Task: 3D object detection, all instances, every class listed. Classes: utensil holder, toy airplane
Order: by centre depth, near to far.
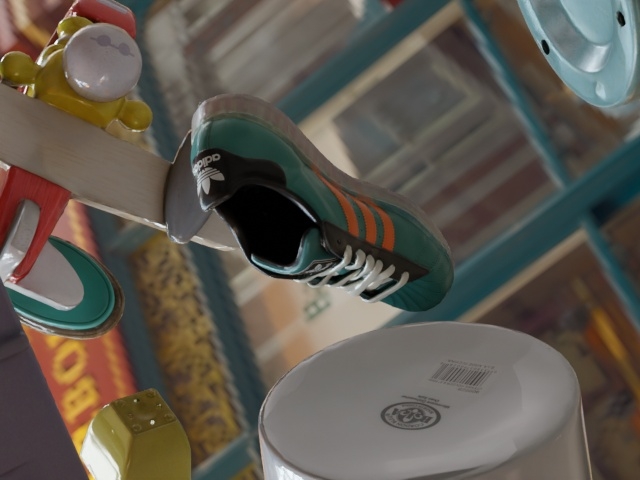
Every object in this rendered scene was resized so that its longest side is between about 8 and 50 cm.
[{"bbox_3d":[0.114,0.317,1.679,0.327,0.328,0.385,-87,-12,-64],"label":"utensil holder"},{"bbox_3d":[-0.287,-0.123,1.908,0.386,0.272,0.384,-15,-114,-42],"label":"toy airplane"}]

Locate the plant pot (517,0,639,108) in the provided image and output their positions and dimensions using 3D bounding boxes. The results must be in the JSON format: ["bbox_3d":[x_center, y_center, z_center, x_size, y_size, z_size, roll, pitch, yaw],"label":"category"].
[{"bbox_3d":[0.266,-0.210,1.135,0.271,0.255,0.271,158,90,-78],"label":"plant pot"}]

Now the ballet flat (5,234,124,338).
[{"bbox_3d":[-0.366,0.046,2.032,0.342,0.116,0.124,19,154,19],"label":"ballet flat"}]

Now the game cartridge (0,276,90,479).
[{"bbox_3d":[-0.264,0.214,1.196,0.068,0.230,0.355,10,124,63],"label":"game cartridge"}]

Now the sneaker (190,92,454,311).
[{"bbox_3d":[0.000,0.000,1.514,0.302,0.108,0.121,34,-139,-30],"label":"sneaker"}]

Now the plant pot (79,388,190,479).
[{"bbox_3d":[-0.170,0.187,1.623,0.081,0.083,0.081,-17,-132,-30],"label":"plant pot"}]
